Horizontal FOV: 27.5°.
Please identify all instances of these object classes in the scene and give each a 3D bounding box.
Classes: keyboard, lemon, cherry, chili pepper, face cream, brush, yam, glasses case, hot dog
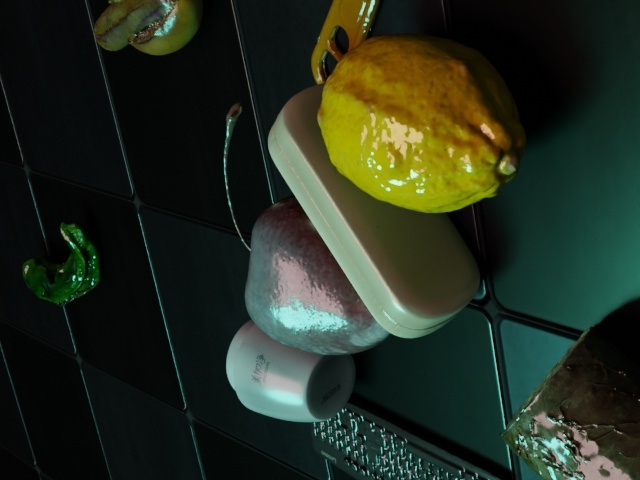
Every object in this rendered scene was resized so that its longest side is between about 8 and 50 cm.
[{"bbox_3d":[0.069,0.191,1.104,0.250,0.017,0.087,21,126,47],"label":"keyboard"},{"bbox_3d":[0.067,-0.075,0.842,0.155,0.114,0.114,22,128,39],"label":"lemon"},{"bbox_3d":[0.002,0.004,0.989,0.148,0.115,0.188,-127,35,-54],"label":"cherry"},{"bbox_3d":[-0.291,0.033,1.479,0.182,0.050,0.073,-31,79,55],"label":"chili pepper"},{"bbox_3d":[-0.025,0.110,1.117,0.095,0.091,0.091,17,125,40],"label":"face cream"},{"bbox_3d":[0.042,-0.206,0.882,0.090,0.017,0.314,53,146,23],"label":"brush"},{"bbox_3d":[0.197,0.141,0.818,0.183,0.107,0.107,44,142,25],"label":"yam"},{"bbox_3d":[0.038,-0.024,0.944,0.196,0.083,0.050,59,146,12],"label":"glasses case"},{"bbox_3d":[-0.147,-0.201,1.110,0.140,0.060,0.090,4,110,58],"label":"hot dog"}]
